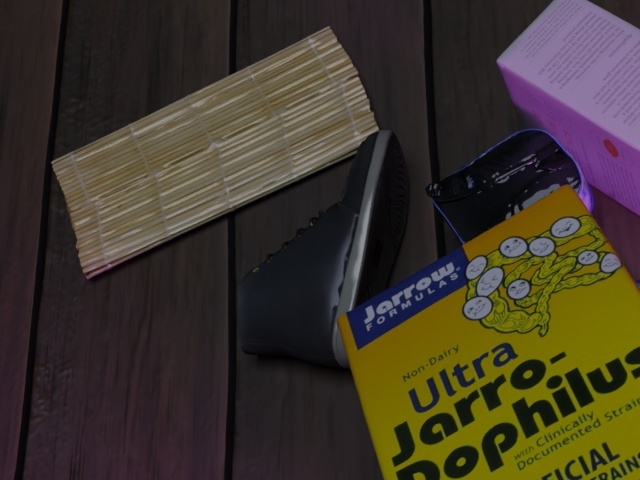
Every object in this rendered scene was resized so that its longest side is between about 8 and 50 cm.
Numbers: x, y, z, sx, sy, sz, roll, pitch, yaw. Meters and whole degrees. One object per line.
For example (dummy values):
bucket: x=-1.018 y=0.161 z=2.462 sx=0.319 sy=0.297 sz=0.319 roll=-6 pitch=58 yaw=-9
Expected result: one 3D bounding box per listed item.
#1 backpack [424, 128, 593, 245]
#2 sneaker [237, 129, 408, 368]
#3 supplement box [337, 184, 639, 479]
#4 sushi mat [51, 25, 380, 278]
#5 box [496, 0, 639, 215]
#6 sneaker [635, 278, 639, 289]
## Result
backpack: x=0.166 y=-0.030 z=1.209 sx=0.114 sy=0.084 sz=0.105 roll=-38 pitch=58 yaw=9
sneaker: x=0.000 y=0.000 z=1.263 sx=0.118 sy=0.083 sz=0.222 roll=3 pitch=63 yaw=24
supplement box: x=0.166 y=0.163 z=0.909 sx=0.194 sy=0.195 sz=0.356 roll=-31 pitch=33 yaw=8
sushi mat: x=-0.103 y=-0.085 z=1.395 sx=0.317 sy=0.019 sz=0.151 roll=-25 pitch=53 yaw=6
box: x=0.246 y=-0.104 z=1.195 sx=0.091 sy=0.130 sz=0.170 roll=-46 pitch=56 yaw=-9
sneaker: x=0.249 y=0.095 z=1.123 sx=0.059 sy=0.053 sz=0.144 roll=-15 pitch=55 yaw=16
